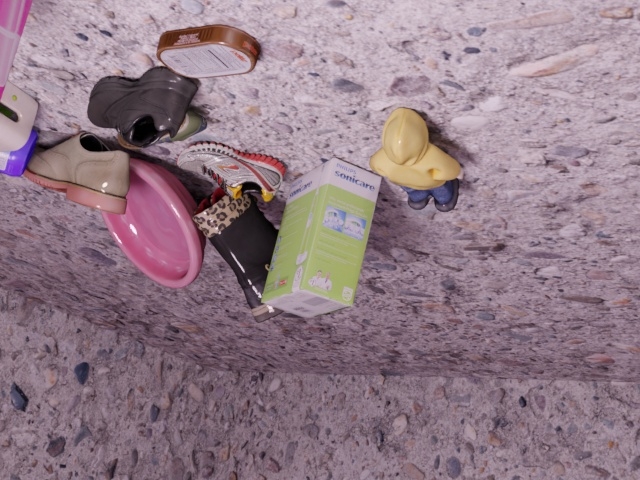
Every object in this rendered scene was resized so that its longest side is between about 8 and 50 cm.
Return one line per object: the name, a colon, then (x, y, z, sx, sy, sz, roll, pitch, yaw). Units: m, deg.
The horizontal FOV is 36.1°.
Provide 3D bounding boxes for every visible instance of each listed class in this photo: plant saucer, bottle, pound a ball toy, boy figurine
plant saucer: (-0.374, -0.051, 2.223, 0.332, 0.084, 0.332, 29, 139, 29)
bottle: (-0.759, -0.234, 2.103, 0.283, 0.118, 0.092, 21, 136, -11)
pound a ball toy: (-0.686, -0.283, 1.886, 0.208, 0.136, 0.319, 1, 159, 32)
boy figurine: (0.166, -0.142, 1.785, 0.177, 0.092, 0.285, 5, 159, 25)

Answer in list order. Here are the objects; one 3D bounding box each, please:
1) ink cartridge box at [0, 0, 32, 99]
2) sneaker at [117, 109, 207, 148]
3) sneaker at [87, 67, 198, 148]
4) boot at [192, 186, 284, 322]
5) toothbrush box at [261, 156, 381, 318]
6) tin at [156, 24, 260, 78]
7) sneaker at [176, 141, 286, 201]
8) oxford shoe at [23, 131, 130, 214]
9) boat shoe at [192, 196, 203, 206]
ink cartridge box: (-0.512, -0.284, 1.394, 0.069, 0.371, 0.176, 7, 162, 18)
sneaker: (-0.302, -0.213, 1.913, 0.192, 0.064, 0.086, -10, 172, 38)
sneaker: (-0.349, -0.232, 1.813, 0.109, 0.130, 0.286, 26, 159, -39)
boot: (-0.127, -0.016, 2.198, 0.138, 0.377, 0.284, -27, 105, 31)
toothbrush box: (0.000, 0.000, 2.005, 0.122, 0.283, 0.206, 20, 160, -22)
tin: (-0.187, -0.310, 1.625, 0.190, 0.040, 0.106, 0, 162, 33)
sneaker: (-0.190, -0.140, 2.027, 0.225, 0.092, 0.088, 12, 161, 5)
oxford shoe: (-0.530, -0.167, 2.154, 0.397, 0.146, 0.140, 21, -175, 41)
boat shoe: (-0.402, -0.059, 2.412, 0.335, 0.121, 0.119, -15, 140, 36)
